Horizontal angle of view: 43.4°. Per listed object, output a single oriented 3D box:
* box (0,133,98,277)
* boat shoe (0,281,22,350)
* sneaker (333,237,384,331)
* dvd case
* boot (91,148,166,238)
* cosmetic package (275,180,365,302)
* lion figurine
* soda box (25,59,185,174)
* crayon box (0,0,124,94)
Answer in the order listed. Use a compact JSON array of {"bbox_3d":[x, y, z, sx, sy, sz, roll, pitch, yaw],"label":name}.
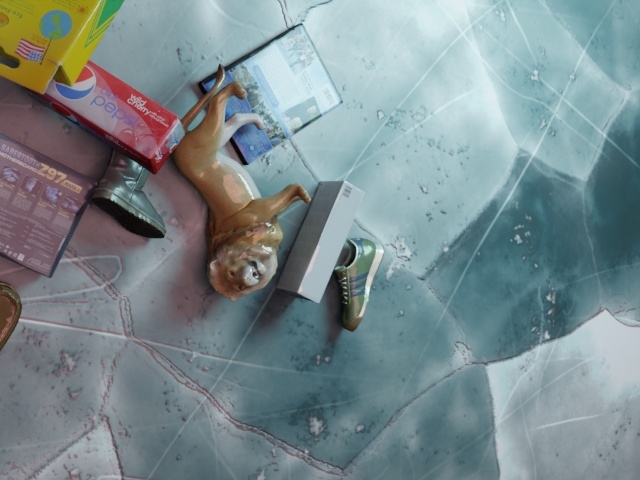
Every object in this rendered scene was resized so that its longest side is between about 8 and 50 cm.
[{"bbox_3d":[-0.514,-0.067,1.326,0.233,0.059,0.183,28,80,-26],"label":"box"},{"bbox_3d":[-0.589,0.197,1.275,0.111,0.104,0.307,46,72,-23],"label":"boat shoe"},{"bbox_3d":[0.060,0.084,1.652,0.086,0.064,0.192,22,82,-20],"label":"sneaker"},{"bbox_3d":[-0.091,-0.286,1.565,0.253,0.022,0.180,-36,108,-22],"label":"dvd case"},{"bbox_3d":[-0.312,-0.128,1.428,0.189,0.076,0.208,52,42,-54],"label":"boot"},{"bbox_3d":[0.000,0.000,1.591,0.060,0.099,0.239,28,80,-30],"label":"cosmetic package"},{"bbox_3d":[-0.172,-0.101,1.481,0.240,0.142,0.392,-31,93,1],"label":"lion figurine"},{"bbox_3d":[-0.359,-0.222,1.324,0.263,0.083,0.092,32,75,4],"label":"soda box"},{"bbox_3d":[-0.438,-0.385,1.274,0.202,0.081,0.318,25,74,4],"label":"crayon box"}]
